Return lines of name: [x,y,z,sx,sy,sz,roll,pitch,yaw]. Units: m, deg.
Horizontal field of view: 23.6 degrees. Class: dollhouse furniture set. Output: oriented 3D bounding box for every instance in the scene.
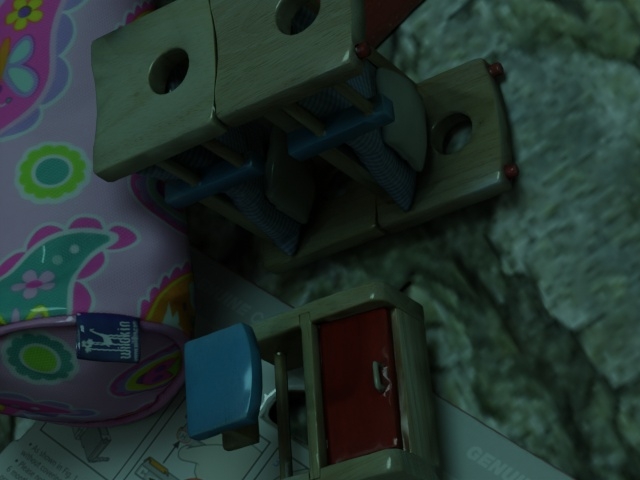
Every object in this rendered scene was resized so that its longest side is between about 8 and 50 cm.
dollhouse furniture set: [0.000,0.000,0.615,0.129,0.129,0.184,-21,59,28]

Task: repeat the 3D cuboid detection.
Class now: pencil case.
pencil case: [-0.128,-0.053,0.707,0.124,0.124,0.284,-24,60,27]

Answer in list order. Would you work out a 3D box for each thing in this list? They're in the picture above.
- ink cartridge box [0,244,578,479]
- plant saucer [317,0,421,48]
ink cartridge box: [-0.034,0.171,0.670,0.296,0.066,0.261,30,73,32]
plant saucer: [0.012,-0.248,0.716,0.258,0.047,0.259,-44,63,19]
